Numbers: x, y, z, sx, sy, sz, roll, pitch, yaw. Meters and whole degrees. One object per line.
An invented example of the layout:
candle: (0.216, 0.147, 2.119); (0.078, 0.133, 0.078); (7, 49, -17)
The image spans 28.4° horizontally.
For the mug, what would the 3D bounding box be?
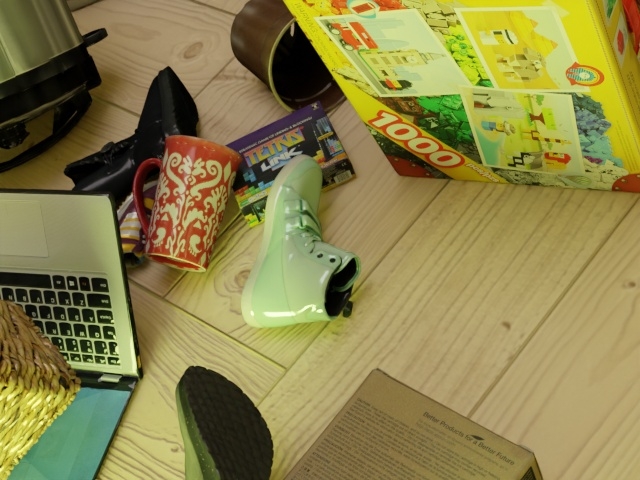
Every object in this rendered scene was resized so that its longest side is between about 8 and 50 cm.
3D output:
mug: (-0.192, -0.047, 1.776); (0.150, 0.113, 0.169); (-6, 69, 56)

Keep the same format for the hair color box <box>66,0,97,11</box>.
hair color box: (-0.321, -0.570, 2.247); (0.374, 0.185, 0.113); (-20, 47, 7)

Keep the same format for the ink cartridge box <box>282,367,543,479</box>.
ink cartridge box: (0.098, 0.276, 1.395); (0.235, 0.088, 0.193); (25, 63, 39)

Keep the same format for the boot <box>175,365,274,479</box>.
boot: (-0.147, 0.318, 1.405); (0.222, 0.118, 0.338); (-48, 38, 24)

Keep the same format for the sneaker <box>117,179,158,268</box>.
sneaker: (-0.269, -0.008, 1.829); (0.084, 0.069, 0.185); (40, 68, 18)

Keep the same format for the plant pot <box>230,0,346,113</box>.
plant pot: (-0.045, -0.293, 1.915); (0.167, 0.167, 0.165); (-39, 39, -12)

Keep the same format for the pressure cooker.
pressure cooker: (-0.570, -0.306, 1.984); (0.370, 0.420, 0.375); (-16, 16, 25)

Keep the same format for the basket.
basket: (-0.486, 0.199, 1.524); (0.299, 0.223, 0.213); (-49, 64, 9)

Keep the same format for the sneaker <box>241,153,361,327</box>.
sneaker: (0.000, 0.001, 1.671); (0.151, 0.094, 0.256); (-1, 62, 30)

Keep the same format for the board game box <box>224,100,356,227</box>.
board game box: (-0.051, -0.112, 1.827); (0.170, 0.048, 0.141); (-26, 47, 1)

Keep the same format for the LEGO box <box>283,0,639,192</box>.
LEGO box: (0.200, -0.269, 1.523); (0.372, 0.500, 0.193); (6, 65, 28)

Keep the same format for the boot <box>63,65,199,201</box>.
boot: (-0.293, -0.152, 1.934); (0.207, 0.094, 0.246); (-28, 33, 11)

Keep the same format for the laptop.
laptop: (-0.458, 0.156, 1.653); (0.382, 0.408, 0.236); (2, 19, 25)
